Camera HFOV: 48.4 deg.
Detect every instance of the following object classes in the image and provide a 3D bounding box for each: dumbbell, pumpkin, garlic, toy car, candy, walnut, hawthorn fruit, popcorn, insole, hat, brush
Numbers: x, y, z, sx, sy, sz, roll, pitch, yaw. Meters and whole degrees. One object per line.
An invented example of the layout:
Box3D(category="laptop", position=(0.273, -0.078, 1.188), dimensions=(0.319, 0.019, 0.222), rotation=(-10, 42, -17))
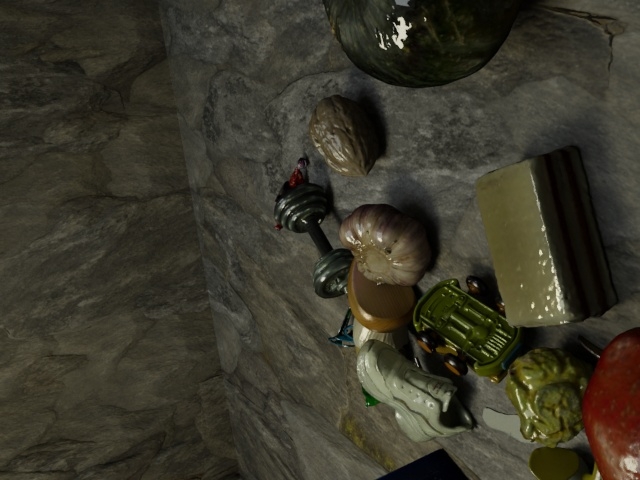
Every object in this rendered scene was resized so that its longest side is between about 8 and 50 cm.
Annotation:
Box3D(category="dumbbell", position=(0.000, 0.000, 2.103), dimensions=(0.406, 0.179, 0.179), rotation=(60, 151, 29))
Box3D(category="pumpkin", position=(0.187, -0.495, 1.260), dimensions=(0.454, 0.344, 0.454), rotation=(171, 90, -67))
Box3D(category="garlic", position=(0.170, 0.000, 1.790), dimensions=(0.245, 0.160, 0.245), rotation=(23, 145, 17))
Box3D(category="toy car", position=(0.330, 0.204, 1.567), dimensions=(0.248, 0.200, 0.142), rotation=(39, 167, 39))
Box3D(category="candy", position=(0.163, 0.430, 2.122), dimensions=(0.141, 0.078, 0.203), rotation=(65, 158, 7))
Box3D(category="walnut", position=(0.065, -0.264, 1.852), dimensions=(0.230, 0.178, 0.178), rotation=(62, 152, 15))
Box3D(category="hawthorn fruit", position=(0.518, 0.261, 1.085), dimensions=(0.369, 0.285, 0.284), rotation=(-126, 32, -45))
Box3D(category="popcorn", position=(0.446, 0.298, 1.383), dimensions=(0.185, 0.167, 0.187), rotation=(53, 150, 40))
Box3D(category="insole", position=(0.440, 0.429, 1.651), dimensions=(0.197, 0.004, 0.065), rotation=(-3, 102, 64))
Box3D(category="hat", position=(-0.086, -0.155, 2.275), dimensions=(0.129, 0.140, 0.227), rotation=(30, 118, 43))
Box3D(category="brush", position=(0.150, 0.156, 1.921), dimensions=(0.166, 0.174, 0.266), rotation=(95, 162, -52))
Box3D(category="candy", position=(0.411, 0.002, 1.325), dimensions=(0.179, 0.135, 0.320), rotation=(-11, 94, 63))

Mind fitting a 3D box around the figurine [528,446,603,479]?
Box3D(category="figurine", position=(0.481, 0.576, 1.447), dimensions=(0.205, 0.283, 0.338), rotation=(17, 153, 13))

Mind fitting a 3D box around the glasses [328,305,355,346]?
Box3D(category="glasses", position=(0.078, 0.231, 2.162), dimensions=(0.206, 0.102, 0.239), rotation=(67, 154, 15))

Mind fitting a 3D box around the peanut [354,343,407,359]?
Box3D(category="peanut", position=(0.165, 0.306, 1.988), dimensions=(0.109, 0.141, 0.159), rotation=(-51, 46, 7))

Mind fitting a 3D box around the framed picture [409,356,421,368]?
Box3D(category="framed picture", position=(0.263, 0.441, 2.011), dimensions=(0.199, 0.010, 0.195), rotation=(69, 154, 11))

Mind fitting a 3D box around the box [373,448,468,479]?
Box3D(category="box", position=(0.283, 0.708, 1.826), dimensions=(0.279, 0.262, 0.116), rotation=(45, 144, 46))

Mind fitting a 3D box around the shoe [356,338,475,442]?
Box3D(category="shoe", position=(0.248, 0.372, 1.793), dimensions=(0.211, 0.132, 0.342), rotation=(-19, 115, 48))
